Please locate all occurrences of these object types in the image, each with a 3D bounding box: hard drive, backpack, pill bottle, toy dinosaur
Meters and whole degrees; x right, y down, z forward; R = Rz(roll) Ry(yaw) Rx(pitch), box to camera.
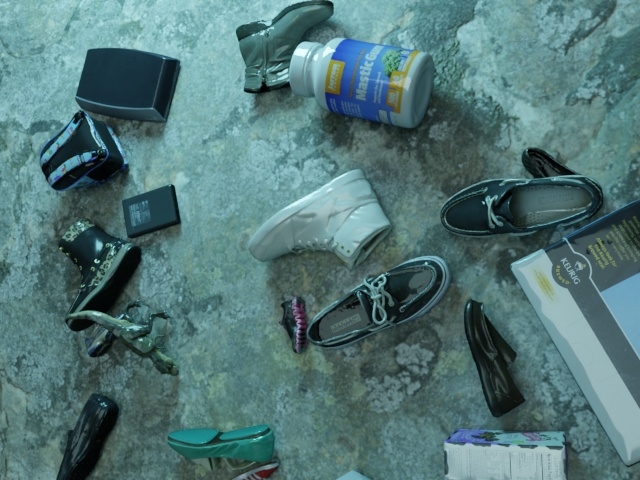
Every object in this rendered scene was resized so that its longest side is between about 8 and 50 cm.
[{"bbox_3d":[-0.393,-0.068,1.596,0.135,0.022,0.094,-16,77,17],"label":"hard drive"},{"bbox_3d":[-0.471,-0.382,1.655,0.255,0.054,0.172,12,86,21],"label":"hard drive"},{"bbox_3d":[-0.568,-0.194,1.628,0.173,0.117,0.158,-36,72,11],"label":"backpack"},{"bbox_3d":[0.080,-0.327,1.396,0.272,0.152,0.152,16,87,21],"label":"pill bottle"},{"bbox_3d":[-0.410,0.191,1.517,0.268,0.064,0.118,31,54,1],"label":"toy dinosaur"}]

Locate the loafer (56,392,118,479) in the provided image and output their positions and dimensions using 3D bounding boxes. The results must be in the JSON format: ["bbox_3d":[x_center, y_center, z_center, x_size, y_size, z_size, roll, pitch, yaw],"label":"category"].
[{"bbox_3d":[-0.533,0.452,1.543,0.078,0.076,0.223,24,86,27],"label":"loafer"}]

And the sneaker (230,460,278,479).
[{"bbox_3d":[-0.126,0.498,1.402,0.118,0.042,0.067,-30,69,21],"label":"sneaker"}]

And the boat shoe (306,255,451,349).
[{"bbox_3d":[0.109,0.120,1.342,0.306,0.105,0.113,-25,74,15],"label":"boat shoe"}]

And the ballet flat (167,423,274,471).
[{"bbox_3d":[-0.208,0.436,1.425,0.247,0.083,0.087,-9,93,20],"label":"ballet flat"}]

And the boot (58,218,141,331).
[{"bbox_3d":[-0.545,0.075,1.591,0.179,0.085,0.236,30,80,23],"label":"boot"}]

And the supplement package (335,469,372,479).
[{"bbox_3d":[0.077,0.536,1.205,0.204,0.262,0.145,23,90,22],"label":"supplement package"}]

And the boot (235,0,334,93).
[{"bbox_3d":[-0.068,-0.418,1.513,0.247,0.083,0.161,-14,84,23],"label":"boot"}]

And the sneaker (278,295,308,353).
[{"bbox_3d":[-0.059,0.178,1.430,0.057,0.047,0.119,-14,70,24],"label":"sneaker"}]

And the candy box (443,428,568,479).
[{"bbox_3d":[0.325,0.374,1.193,0.196,0.165,0.070,-4,82,19],"label":"candy box"}]

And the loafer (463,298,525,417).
[{"bbox_3d":[0.322,0.211,1.274,0.078,0.080,0.220,-16,82,7],"label":"loafer"}]

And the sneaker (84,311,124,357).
[{"bbox_3d":[-0.494,0.204,1.578,0.135,0.052,0.058,-44,63,7],"label":"sneaker"}]

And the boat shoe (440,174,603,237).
[{"bbox_3d":[0.358,-0.065,1.269,0.303,0.091,0.114,-14,92,27],"label":"boat shoe"}]

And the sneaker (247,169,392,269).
[{"bbox_3d":[0.000,0.000,1.399,0.293,0.108,0.169,-33,69,11],"label":"sneaker"}]

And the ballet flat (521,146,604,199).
[{"bbox_3d":[0.449,-0.115,1.285,0.173,0.049,0.057,37,96,21],"label":"ballet flat"}]

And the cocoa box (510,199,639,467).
[{"bbox_3d":[0.504,0.148,1.127,0.228,0.231,0.347,-30,73,13],"label":"cocoa box"}]
